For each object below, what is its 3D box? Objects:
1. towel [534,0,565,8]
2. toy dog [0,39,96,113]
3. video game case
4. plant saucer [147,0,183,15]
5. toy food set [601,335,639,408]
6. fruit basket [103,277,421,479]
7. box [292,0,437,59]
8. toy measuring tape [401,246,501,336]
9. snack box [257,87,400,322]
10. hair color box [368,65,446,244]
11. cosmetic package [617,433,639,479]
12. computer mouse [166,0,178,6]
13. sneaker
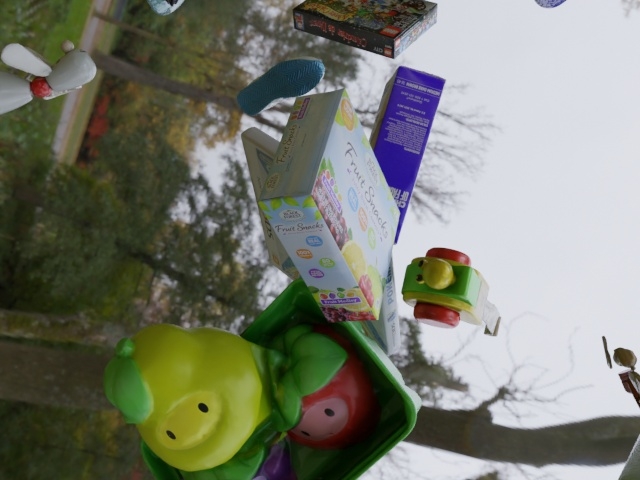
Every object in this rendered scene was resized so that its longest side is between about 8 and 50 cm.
[{"bbox_3d":[0.454,-0.563,1.460,0.076,0.308,0.228,44,-73,26],"label":"towel"},{"bbox_3d":[-0.649,-0.347,1.622,0.220,0.333,0.161,7,-60,61],"label":"toy dog"},{"bbox_3d":[0.000,0.000,1.301,0.329,0.036,0.300,35,-32,39],"label":"video game case"},{"bbox_3d":[-0.319,-0.642,1.690,0.317,0.043,0.318,5,90,-83],"label":"plant saucer"},{"bbox_3d":[0.365,0.164,0.914,0.122,0.019,0.078,-110,176,-54],"label":"toy food set"},{"bbox_3d":[-0.090,0.231,1.012,0.283,0.392,0.392,51,-48,23],"label":"fruit basket"},{"bbox_3d":[0.086,-0.433,1.531,0.159,0.233,0.044,-45,147,-35],"label":"box"},{"bbox_3d":[0.198,0.088,1.218,0.330,0.121,0.122,41,61,-62],"label":"toy measuring tape"},{"bbox_3d":[0.019,-0.037,0.906,0.070,0.207,0.175,-5,-135,24],"label":"snack box"},{"bbox_3d":[0.143,-0.164,1.617,0.185,0.110,0.339,172,-66,-86],"label":"hair color box"},{"bbox_3d":[0.480,0.230,0.976,0.238,0.127,0.107,-54,167,-17],"label":"cosmetic package"},{"bbox_3d":[-0.147,-0.274,0.654,0.106,0.042,0.193,-54,158,9],"label":"computer mouse"},{"bbox_3d":[-0.082,-0.355,1.761,0.228,0.087,0.092,-15,-157,36],"label":"sneaker"}]
